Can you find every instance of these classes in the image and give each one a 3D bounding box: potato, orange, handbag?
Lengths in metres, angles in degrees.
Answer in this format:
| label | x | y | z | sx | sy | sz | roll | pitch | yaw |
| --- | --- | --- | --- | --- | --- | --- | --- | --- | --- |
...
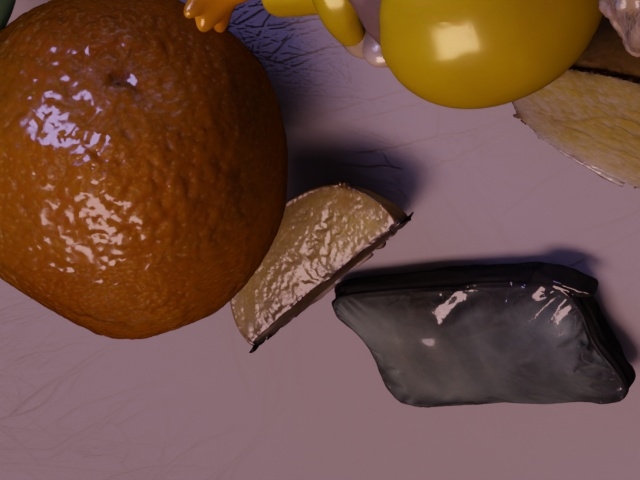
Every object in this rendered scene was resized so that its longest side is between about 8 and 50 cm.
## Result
| label | x | y | z | sx | sy | sz | roll | pitch | yaw |
| --- | --- | --- | --- | --- | --- | --- | --- | --- | --- |
| potato | 0.307 | -0.113 | 1.477 | 0.299 | 0.116 | 0.239 | 20 | 160 | 34 |
| orange | -0.182 | -0.064 | 1.679 | 0.322 | 0.322 | 0.357 | 19 | 159 | 10 |
| handbag | 0.173 | 0.104 | 1.889 | 0.332 | 0.075 | 0.191 | -4 | 131 | 40 |
| potato | 0.000 | 0.000 | 1.822 | 0.243 | 0.138 | 0.098 | -40 | 85 | 30 |

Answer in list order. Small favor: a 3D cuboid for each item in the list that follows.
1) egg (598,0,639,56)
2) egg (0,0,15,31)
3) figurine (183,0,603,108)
| label | x | y | z | sx | sy | sz | roll | pitch | yaw |
| --- | --- | --- | --- | --- | --- | --- | --- | --- | --- |
| egg | 0.327 | -0.208 | 1.236 | 0.279 | 0.279 | 0.310 | 27 | 163 | -1 |
| egg | -0.402 | -0.273 | 1.639 | 0.270 | 0.220 | 0.220 | 51 | 141 | -2 |
| figurine | 0.063 | -0.209 | 1.409 | 0.343 | 0.215 | 0.187 | 9 | 151 | 35 |
